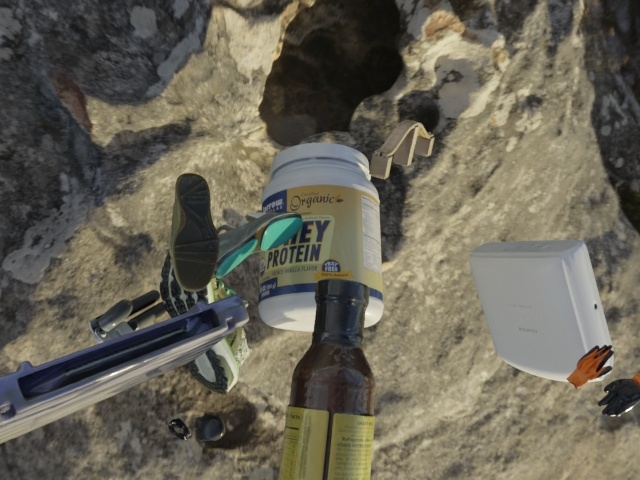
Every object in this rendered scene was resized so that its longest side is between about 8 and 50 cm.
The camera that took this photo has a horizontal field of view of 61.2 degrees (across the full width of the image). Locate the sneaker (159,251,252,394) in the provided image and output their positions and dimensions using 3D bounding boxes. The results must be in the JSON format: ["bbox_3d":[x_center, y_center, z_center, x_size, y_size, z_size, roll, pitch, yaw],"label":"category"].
[{"bbox_3d":[-0.261,0.164,1.330,0.158,0.182,0.410,6,116,28],"label":"sneaker"}]

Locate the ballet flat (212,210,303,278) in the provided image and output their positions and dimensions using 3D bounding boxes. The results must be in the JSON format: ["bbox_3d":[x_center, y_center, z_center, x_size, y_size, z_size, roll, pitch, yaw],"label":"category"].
[{"bbox_3d":[-0.112,-0.011,0.836,0.068,0.213,0.072,38,130,18],"label":"ballet flat"}]

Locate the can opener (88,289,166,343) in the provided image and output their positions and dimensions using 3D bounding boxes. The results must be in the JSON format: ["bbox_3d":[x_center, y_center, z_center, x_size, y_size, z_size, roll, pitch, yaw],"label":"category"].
[{"bbox_3d":[-0.421,0.166,1.241,0.095,0.283,0.076,-37,91,15],"label":"can opener"}]

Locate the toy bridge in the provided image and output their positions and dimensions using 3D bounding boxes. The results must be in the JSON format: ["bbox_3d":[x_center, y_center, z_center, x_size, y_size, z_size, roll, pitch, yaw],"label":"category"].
[{"bbox_3d":[0.124,-0.140,0.778,0.026,0.188,0.063,20,118,24],"label":"toy bridge"}]

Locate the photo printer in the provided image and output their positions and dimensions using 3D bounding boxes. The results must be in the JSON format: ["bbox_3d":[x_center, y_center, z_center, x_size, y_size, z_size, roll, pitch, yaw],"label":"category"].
[{"bbox_3d":[0.467,0.153,1.154,0.107,0.256,0.307,-26,103,-30],"label":"photo printer"}]

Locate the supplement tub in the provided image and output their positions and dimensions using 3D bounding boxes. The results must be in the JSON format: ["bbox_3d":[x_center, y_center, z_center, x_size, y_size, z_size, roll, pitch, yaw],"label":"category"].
[{"bbox_3d":[0.000,0.000,1.021,0.228,0.228,0.316,3,71,-10],"label":"supplement tub"}]

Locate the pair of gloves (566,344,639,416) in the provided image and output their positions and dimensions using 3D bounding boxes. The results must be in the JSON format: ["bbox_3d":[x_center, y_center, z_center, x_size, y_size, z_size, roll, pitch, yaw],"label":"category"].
[{"bbox_3d":[0.377,0.183,0.709,0.074,0.083,0.010,-51,141,13],"label":"pair of gloves"}]

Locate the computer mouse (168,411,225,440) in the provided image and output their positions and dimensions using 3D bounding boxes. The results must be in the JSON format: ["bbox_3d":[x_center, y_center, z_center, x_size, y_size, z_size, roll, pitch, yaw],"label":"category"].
[{"bbox_3d":[-0.333,0.489,1.410,0.041,0.242,0.071,-4,78,-48],"label":"computer mouse"}]

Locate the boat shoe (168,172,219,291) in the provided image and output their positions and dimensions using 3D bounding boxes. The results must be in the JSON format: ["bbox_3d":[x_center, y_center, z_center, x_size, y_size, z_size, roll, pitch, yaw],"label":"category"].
[{"bbox_3d":[-0.158,-0.007,0.659,0.056,0.048,0.153,0,66,-26],"label":"boat shoe"}]

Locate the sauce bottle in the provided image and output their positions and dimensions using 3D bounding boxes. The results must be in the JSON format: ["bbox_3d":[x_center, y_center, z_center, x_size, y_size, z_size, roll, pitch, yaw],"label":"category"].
[{"bbox_3d":[0.013,0.220,0.653,0.111,0.111,0.344,12,73,-12],"label":"sauce bottle"}]

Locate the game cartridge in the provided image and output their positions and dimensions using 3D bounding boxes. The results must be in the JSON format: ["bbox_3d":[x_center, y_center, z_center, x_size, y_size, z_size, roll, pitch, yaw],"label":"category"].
[{"bbox_3d":[-0.298,0.180,0.754,0.355,0.230,0.068,-17,80,-42],"label":"game cartridge"}]
